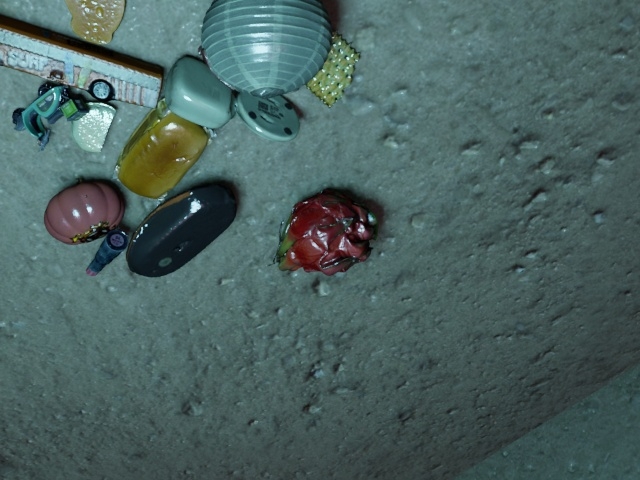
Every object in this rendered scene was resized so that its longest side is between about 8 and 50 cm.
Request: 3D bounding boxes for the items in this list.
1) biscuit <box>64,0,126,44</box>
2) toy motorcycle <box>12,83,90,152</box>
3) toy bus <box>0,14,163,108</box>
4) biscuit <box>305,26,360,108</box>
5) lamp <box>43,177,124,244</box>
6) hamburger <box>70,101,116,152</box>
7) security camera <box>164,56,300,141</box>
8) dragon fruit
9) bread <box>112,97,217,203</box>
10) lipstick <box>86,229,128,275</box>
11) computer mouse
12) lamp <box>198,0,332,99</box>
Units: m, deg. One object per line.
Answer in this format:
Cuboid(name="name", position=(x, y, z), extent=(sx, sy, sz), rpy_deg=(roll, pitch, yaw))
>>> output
Cuboid(name="biscuit", position=(-0.451, -0.465, 1.217), extent=(0.118, 0.023, 0.140), rpy_deg=(27, 119, -28))
Cuboid(name="toy motorcycle", position=(-0.585, -0.267, 1.308), extent=(0.173, 0.058, 0.100), rpy_deg=(-29, 93, 19))
Cuboid(name="toy bus", position=(-0.526, -0.363, 1.239), extent=(0.408, 0.093, 0.092), rpy_deg=(14, 116, -22))
Cuboid(name="biscuit", position=(-0.001, -0.402, 1.358), extent=(0.203, 0.016, 0.144), rpy_deg=(35, 114, -30))
Cuboid(name="lamp", position=(-0.551, -0.070, 1.426), extent=(0.182, 0.140, 0.182), rpy_deg=(-30, 171, -5))
Cuboid(name="hamburger", position=(-0.507, -0.257, 1.352), extent=(0.084, 0.054, 0.121), rpy_deg=(23, 117, -21))
Cuboid(name="security camera", position=(-0.187, -0.288, 1.328), extent=(0.301, 0.157, 0.080), rpy_deg=(18, 136, -23))
Cuboid(name="dragon fruit", position=(0.000, 0.000, 1.533), extent=(0.293, 0.234, 0.234), rpy_deg=(-34, 128, -3))
Cuboid(name="bread", position=(-0.355, -0.202, 1.383), extent=(0.136, 0.107, 0.241), rpy_deg=(31, 121, -32))
Cuboid(name="lipstick", position=(-0.543, 0.040, 1.523), extent=(0.053, 0.053, 0.234), rpy_deg=(25, 147, -27))
Cuboid(name="computer mouse", position=(-0.345, -0.034, 1.496), extent=(0.323, 0.116, 0.183), rpy_deg=(-38, 158, 12))
Cuboid(name="lamp", position=(-0.110, -0.392, 1.207), extent=(0.265, 0.233, 0.233), rpy_deg=(2, 127, -7))
